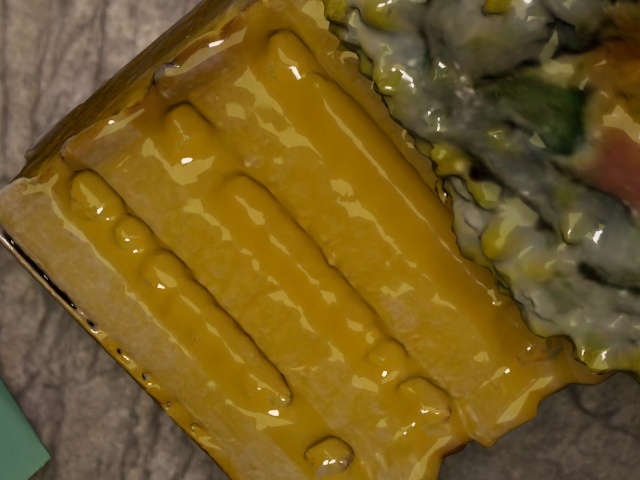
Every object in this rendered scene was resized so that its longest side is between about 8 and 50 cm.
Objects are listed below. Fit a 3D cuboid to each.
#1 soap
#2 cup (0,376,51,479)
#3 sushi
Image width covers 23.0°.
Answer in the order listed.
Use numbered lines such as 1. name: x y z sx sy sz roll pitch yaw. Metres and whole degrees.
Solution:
1. soap: 0.000 0.000 1.023 0.293 0.156 0.335 -37 107 24
2. cup: -0.307 0.081 1.117 0.134 0.148 0.235 -30 107 -16
3. sushi: 0.207 -0.136 0.775 0.396 0.240 0.351 -21 116 43
